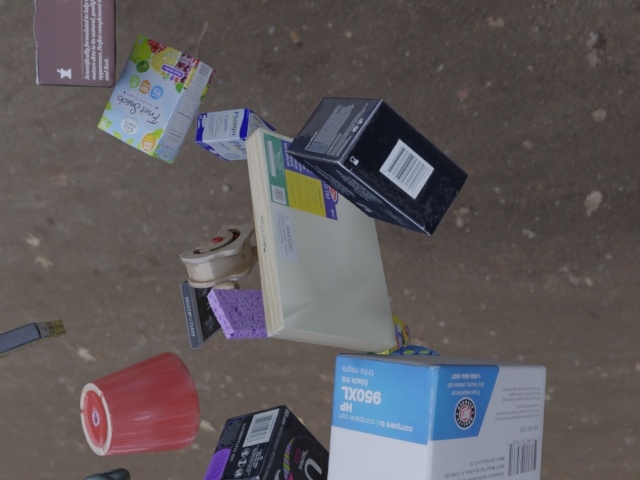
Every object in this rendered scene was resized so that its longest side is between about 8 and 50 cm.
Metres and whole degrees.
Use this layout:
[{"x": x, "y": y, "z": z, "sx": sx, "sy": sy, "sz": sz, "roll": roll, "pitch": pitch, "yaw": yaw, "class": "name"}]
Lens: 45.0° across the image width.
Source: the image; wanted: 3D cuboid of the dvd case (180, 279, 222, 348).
[{"x": -0.313, "y": 0.175, "z": 2.117, "sx": 0.030, "sy": 0.239, "sz": 0.179, "roll": -6, "pitch": 100, "yaw": 15, "class": "dvd case"}]

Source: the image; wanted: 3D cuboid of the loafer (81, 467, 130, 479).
[{"x": -0.428, "y": 0.459, "z": 1.288, "sx": 0.267, "sy": 0.084, "sz": 0.096, "roll": -30, "pitch": 88, "yaw": 15, "class": "loafer"}]

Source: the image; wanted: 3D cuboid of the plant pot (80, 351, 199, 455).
[{"x": -0.501, "y": 0.458, "z": 2.099, "sx": 0.275, "sy": 0.243, "sz": 0.275, "roll": 10, "pitch": 102, "yaw": 50, "class": "plant pot"}]

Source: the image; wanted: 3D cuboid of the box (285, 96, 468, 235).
[{"x": 0.066, "y": -0.095, "z": 0.947, "sx": 0.156, "sy": 0.093, "sz": 0.158, "roll": 36, "pitch": 174, "yaw": -27, "class": "box"}]

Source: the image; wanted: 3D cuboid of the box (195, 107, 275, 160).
[{"x": -0.191, "y": -0.237, "z": 1.747, "sx": 0.137, "sy": 0.072, "sz": 0.126, "roll": -2, "pitch": 165, "yaw": 25, "class": "box"}]

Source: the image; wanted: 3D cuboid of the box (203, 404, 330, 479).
[{"x": -0.065, "y": 0.456, "z": 1.416, "sx": 0.143, "sy": 0.165, "sz": 0.270, "roll": -21, "pitch": 121, "yaw": 31, "class": "box"}]

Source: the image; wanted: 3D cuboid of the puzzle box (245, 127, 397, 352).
[{"x": 0.000, "y": 0.000, "z": 1.452, "sx": 0.272, "sy": 0.409, "sz": 0.052, "roll": 14, "pitch": 146, "yaw": -37, "class": "puzzle box"}]

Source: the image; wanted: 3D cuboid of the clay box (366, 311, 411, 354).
[{"x": 0.156, "y": 0.234, "z": 1.777, "sx": 0.053, "sy": 0.127, "sz": 0.222, "roll": -11, "pitch": 154, "yaw": 19, "class": "clay box"}]

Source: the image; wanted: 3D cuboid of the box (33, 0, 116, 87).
[{"x": -0.463, "y": -0.388, "z": 1.465, "sx": 0.143, "sy": 0.381, "sz": 0.191, "roll": 0, "pitch": 102, "yaw": -15, "class": "box"}]

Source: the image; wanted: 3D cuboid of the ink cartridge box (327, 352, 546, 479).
[{"x": 0.152, "y": 0.353, "z": 1.012, "sx": 0.166, "sy": 0.394, "sz": 0.285, "roll": -1, "pitch": 172, "yaw": 42, "class": "ink cartridge box"}]

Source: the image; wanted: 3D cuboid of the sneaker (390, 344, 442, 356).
[{"x": 0.152, "y": 0.253, "z": 1.460, "sx": 0.067, "sy": 0.188, "sz": 0.078, "roll": 33, "pitch": 135, "yaw": 56, "class": "sneaker"}]

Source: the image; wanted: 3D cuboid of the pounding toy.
[{"x": -0.230, "y": 0.074, "z": 1.832, "sx": 0.154, "sy": 0.269, "sz": 0.154, "roll": -8, "pitch": 111, "yaw": 15, "class": "pounding toy"}]

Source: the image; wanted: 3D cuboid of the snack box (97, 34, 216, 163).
[{"x": -0.325, "y": -0.280, "z": 1.526, "sx": 0.174, "sy": 0.207, "sz": 0.070, "roll": 27, "pitch": -175, "yaw": 31, "class": "snack box"}]

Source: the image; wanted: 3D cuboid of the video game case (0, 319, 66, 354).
[{"x": -0.638, "y": 0.214, "z": 1.452, "sx": 0.248, "sy": 0.275, "sz": 0.035, "roll": 151, "pitch": 98, "yaw": -81, "class": "video game case"}]

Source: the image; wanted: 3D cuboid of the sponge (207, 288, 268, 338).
[{"x": -0.132, "y": 0.157, "z": 1.662, "sx": 0.210, "sy": 0.117, "sz": 0.031, "roll": 4, "pitch": 133, "yaw": -42, "class": "sponge"}]
